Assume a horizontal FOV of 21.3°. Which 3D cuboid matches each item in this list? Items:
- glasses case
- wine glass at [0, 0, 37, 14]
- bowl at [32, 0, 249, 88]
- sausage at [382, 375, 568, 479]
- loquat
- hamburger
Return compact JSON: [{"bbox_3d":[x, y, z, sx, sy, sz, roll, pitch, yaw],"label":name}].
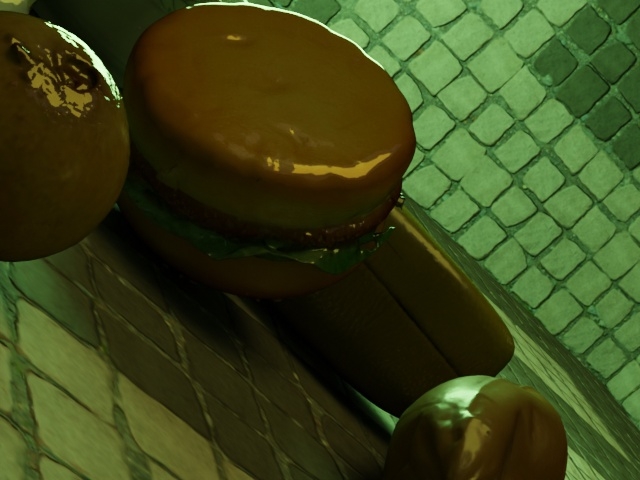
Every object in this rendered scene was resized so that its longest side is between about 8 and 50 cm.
[{"bbox_3d":[0.000,0.000,1.464,0.371,0.141,0.173,48,-4,13],"label":"glasses case"},{"bbox_3d":[-0.258,-0.146,0.955,0.122,0.122,0.183,50,10,24],"label":"wine glass"},{"bbox_3d":[-0.196,-0.254,1.688,0.287,0.144,0.287,46,7,-8],"label":"bowl"},{"bbox_3d":[0.113,0.166,1.270,0.116,0.134,0.354,28,1,17],"label":"sausage"},{"bbox_3d":[-0.170,-0.058,0.910,0.141,0.141,0.141,45,8,-8],"label":"loquat"},{"bbox_3d":[-0.054,-0.054,1.285,0.246,0.170,0.246,12,42,-11],"label":"hamburger"}]
